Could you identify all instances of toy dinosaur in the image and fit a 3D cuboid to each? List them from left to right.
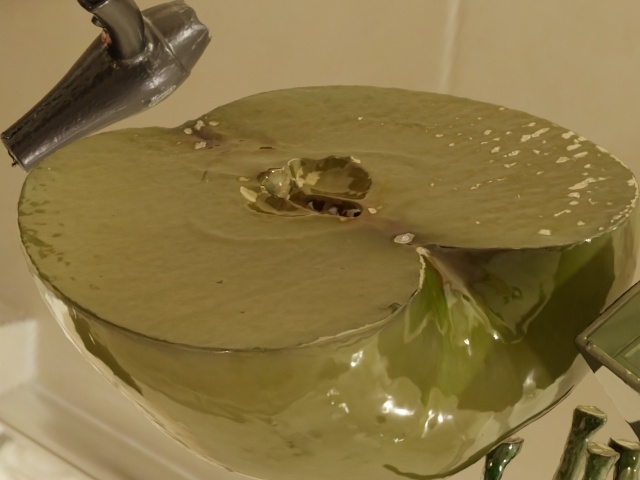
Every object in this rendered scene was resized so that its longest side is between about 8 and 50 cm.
[{"bbox_3d":[0.151,0.275,1.186,0.447,0.087,0.301,-4,111,-52],"label":"toy dinosaur"}]

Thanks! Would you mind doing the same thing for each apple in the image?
[{"bbox_3d":[0.000,0.000,1.079,0.320,0.360,0.312,34,86,-39],"label":"apple"}]

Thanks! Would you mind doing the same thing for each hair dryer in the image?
[{"bbox_3d":[-0.220,-0.183,1.540,0.235,0.091,0.272,-37,160,-9],"label":"hair dryer"}]

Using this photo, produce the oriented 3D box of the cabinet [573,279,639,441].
[{"bbox_3d":[0.276,0.104,0.940,0.145,0.150,0.206,-40,123,-4],"label":"cabinet"}]
